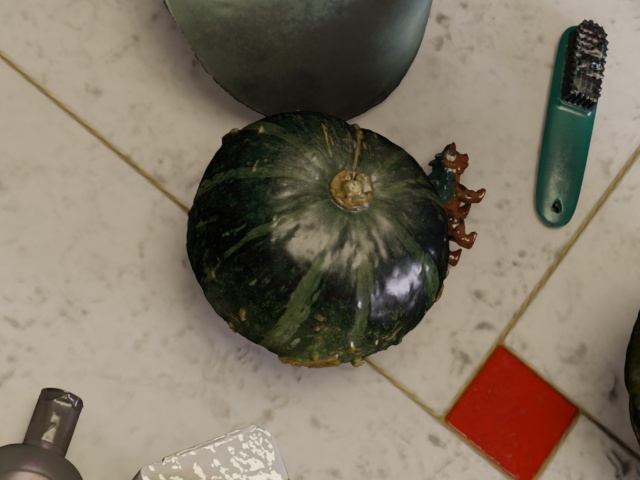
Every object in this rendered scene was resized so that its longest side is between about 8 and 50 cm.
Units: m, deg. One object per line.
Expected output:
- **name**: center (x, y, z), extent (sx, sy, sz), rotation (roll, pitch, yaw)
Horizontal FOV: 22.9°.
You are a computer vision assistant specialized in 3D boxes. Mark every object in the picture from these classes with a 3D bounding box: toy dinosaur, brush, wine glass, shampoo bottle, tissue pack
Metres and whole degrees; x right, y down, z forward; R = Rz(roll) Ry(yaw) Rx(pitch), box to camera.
- **toy dinosaur**: center (0.091, -0.012, 1.215), extent (0.055, 0.049, 0.154), rotation (25, 58, -10)
- **brush**: center (0.209, -0.101, 1.299), extent (0.043, 0.032, 0.193), rotation (19, 63, -11)
- **wine glass**: center (0.089, -0.237, 1.068), extent (0.267, 0.406, 0.267), rotation (4, 82, -33)
- **shampoo bottle**: center (-0.198, 0.178, 1.051), extent (0.080, 0.040, 0.165), rotation (20, 64, -9)
- **tissue pack**: center (-0.073, 0.196, 1.023), extent (0.099, 0.148, 0.106), rotation (-18, 75, -23)

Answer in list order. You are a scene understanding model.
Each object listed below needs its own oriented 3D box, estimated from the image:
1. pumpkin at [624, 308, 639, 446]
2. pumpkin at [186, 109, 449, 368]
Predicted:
- **pumpkin**: center (0.329, 0.114, 1.177), extent (0.260, 0.189, 0.260), rotation (15, 66, -37)
- **pumpkin**: center (-0.001, -0.001, 1.124), extent (0.190, 0.146, 0.190), rotation (2, 59, -3)
